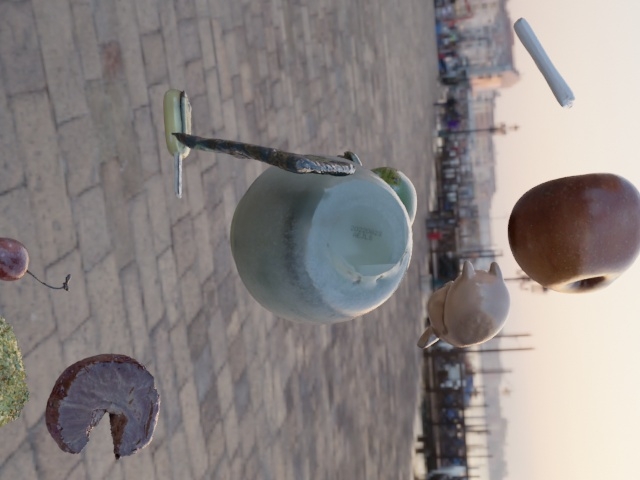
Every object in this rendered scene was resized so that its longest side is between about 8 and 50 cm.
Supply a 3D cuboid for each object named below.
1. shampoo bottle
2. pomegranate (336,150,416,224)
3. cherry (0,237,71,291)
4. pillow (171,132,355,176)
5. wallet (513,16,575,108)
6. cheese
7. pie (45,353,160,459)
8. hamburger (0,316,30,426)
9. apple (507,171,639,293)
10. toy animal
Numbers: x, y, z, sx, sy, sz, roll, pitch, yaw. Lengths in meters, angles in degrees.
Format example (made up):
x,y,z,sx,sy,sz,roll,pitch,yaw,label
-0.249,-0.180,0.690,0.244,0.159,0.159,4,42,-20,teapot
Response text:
x,y,z,sx,sy,sz,roll,pitch,yaw,label
0.000,0.000,1.608,0.317,0.323,0.322,13,-69,60,shampoo bottle
0.105,-0.089,1.904,0.248,0.202,0.202,50,25,-22,pomegranate
-0.696,0.056,2.017,0.226,0.090,0.107,24,24,-34,cherry
-0.088,-0.138,1.377,0.189,0.256,0.034,4,100,-61,pillow
0.411,-0.324,1.576,0.190,0.033,0.095,57,19,-2,wallet
-0.327,-0.217,1.977,0.127,0.054,0.251,80,6,-69,cheese
-0.407,0.317,1.626,0.054,0.219,0.204,9,-81,62,pie
-0.593,0.227,1.499,0.261,0.139,0.243,-125,-155,-58,hamburger
0.373,-0.006,1.239,0.201,0.201,0.162,40,41,-76,apple
0.321,0.152,1.866,0.250,0.167,0.153,116,-23,-65,toy animal
